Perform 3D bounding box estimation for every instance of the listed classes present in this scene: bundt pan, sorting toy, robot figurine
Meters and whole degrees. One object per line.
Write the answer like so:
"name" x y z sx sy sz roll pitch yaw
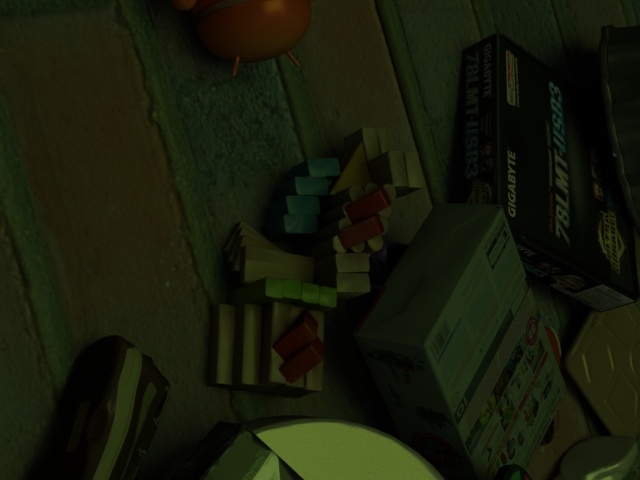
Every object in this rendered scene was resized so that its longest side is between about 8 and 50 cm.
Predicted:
"bundt pan" 0.499 -0.163 1.653 0.331 0.124 0.331 38 46 -54
"sorting toy" 0.417 0.173 1.642 0.208 0.038 0.193 57 49 -24
"robot figurine" -0.083 -0.282 1.213 0.158 0.128 0.219 -13 89 -79

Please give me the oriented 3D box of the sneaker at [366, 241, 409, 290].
"sneaker" 0.110 0.041 1.357 0.170 0.071 0.068 16 70 -41

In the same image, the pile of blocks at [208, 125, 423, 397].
"pile of blocks" 0.000 0.000 1.213 0.149 0.112 0.362 36 61 -19

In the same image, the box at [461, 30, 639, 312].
"box" 0.307 -0.086 1.546 0.293 0.073 0.295 27 55 -37

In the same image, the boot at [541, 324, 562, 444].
"boot" 0.291 0.184 1.505 0.084 0.059 0.158 -1 80 -48

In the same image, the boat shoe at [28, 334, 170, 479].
"boat shoe" -0.194 0.215 1.021 0.095 0.095 0.257 42 55 -36

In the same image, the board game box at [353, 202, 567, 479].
"board game box" 0.169 0.143 1.316 0.224 0.097 0.303 -54 133 -37

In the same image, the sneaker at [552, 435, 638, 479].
"sneaker" 0.349 0.338 1.521 0.212 0.080 0.094 -33 115 -35

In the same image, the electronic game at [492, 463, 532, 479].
"electronic game" 0.211 0.344 1.181 0.229 0.048 0.229 -12 90 -69

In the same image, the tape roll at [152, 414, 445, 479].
"tape roll" -0.018 0.360 1.088 0.392 0.072 0.392 3 83 -25

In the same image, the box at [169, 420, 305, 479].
"box" -0.046 0.346 0.993 0.307 0.076 0.242 46 69 -13
